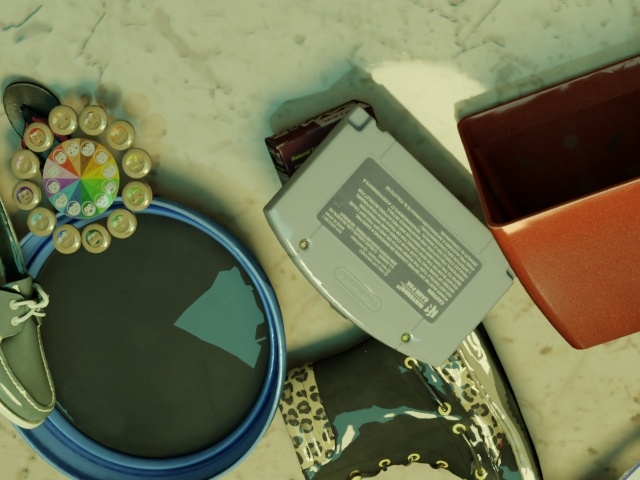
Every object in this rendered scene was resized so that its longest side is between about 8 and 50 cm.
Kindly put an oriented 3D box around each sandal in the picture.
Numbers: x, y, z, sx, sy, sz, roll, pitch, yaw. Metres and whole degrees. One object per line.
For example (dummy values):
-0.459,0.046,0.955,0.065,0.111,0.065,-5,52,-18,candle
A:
-0.337,-0.116,1.759,0.067,0.040,0.179,-20,109,8,sandal

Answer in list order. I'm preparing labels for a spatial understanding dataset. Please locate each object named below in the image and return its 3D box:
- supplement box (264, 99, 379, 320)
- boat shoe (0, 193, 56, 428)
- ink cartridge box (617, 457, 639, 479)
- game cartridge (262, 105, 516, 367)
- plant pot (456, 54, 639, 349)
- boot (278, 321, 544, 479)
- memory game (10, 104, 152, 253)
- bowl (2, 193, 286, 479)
0.037,-0.038,1.745,0.130,0.073,0.239,-24,108,-11,supplement box
-0.386,0.071,1.712,0.099,0.116,0.319,-22,91,19,boat shoe
0.486,0.404,1.883,0.303,0.072,0.307,-43,102,-4,ink cartridge box
0.082,0.007,1.694,0.294,0.060,0.196,43,83,-16,game cartridge
0.340,-0.032,1.680,0.267,0.267,0.236,-20,121,8,plant pot
0.127,0.274,1.845,0.284,0.138,0.377,-22,105,7,boot
-0.291,-0.075,1.718,0.186,0.012,0.186,1,96,12,memory game
-0.228,0.130,1.791,0.391,0.077,0.391,2,102,11,bowl
